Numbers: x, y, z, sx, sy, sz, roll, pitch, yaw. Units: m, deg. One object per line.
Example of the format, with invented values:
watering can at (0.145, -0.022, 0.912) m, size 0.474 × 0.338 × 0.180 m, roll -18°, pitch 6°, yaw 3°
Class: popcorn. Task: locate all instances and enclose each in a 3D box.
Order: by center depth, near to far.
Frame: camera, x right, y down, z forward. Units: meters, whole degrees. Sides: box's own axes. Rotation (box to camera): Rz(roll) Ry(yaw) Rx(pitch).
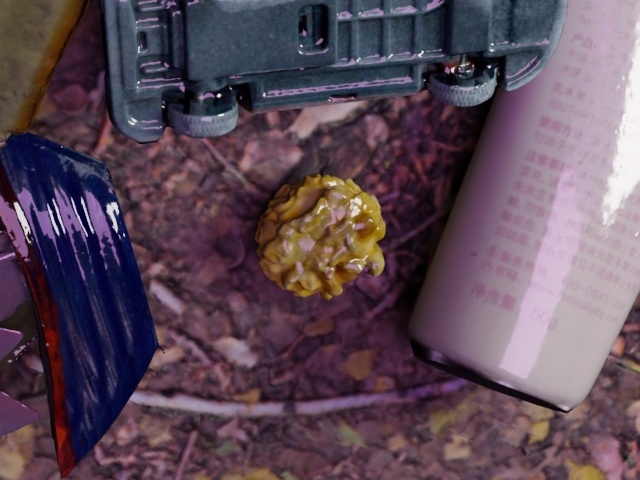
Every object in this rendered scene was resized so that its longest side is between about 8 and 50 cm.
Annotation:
popcorn at (0.000, 0.000, 1.027) m, size 0.082 × 0.057 × 0.083 m, roll -14°, pitch 112°, yaw -8°

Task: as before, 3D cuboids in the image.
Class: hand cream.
hand cream at (0.172, -0.069, 1.033) m, size 0.186 × 0.118 × 0.358 m, roll 24°, pitch 92°, yaw -17°

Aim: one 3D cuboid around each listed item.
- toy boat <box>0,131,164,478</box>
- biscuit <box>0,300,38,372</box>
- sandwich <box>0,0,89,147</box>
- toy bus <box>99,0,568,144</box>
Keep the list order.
toy boat at (-0.230, 0.075, 0.951) m, size 0.318 × 0.072 × 0.219 m, roll -37°, pitch 116°, yaw 3°
biscuit at (-0.275, -0.045, 0.944) m, size 0.099 × 0.038 × 0.322 m, roll -37°, pitch 117°, yaw 0°
sandwich at (-0.183, -0.200, 0.864) m, size 0.155 × 0.198 × 0.227 m, roll 17°, pitch 133°, yaw -15°
toy bus at (0.001, -0.142, 0.946) m, size 0.265 × 0.120 × 0.121 m, roll -8°, pitch 122°, yaw -13°
